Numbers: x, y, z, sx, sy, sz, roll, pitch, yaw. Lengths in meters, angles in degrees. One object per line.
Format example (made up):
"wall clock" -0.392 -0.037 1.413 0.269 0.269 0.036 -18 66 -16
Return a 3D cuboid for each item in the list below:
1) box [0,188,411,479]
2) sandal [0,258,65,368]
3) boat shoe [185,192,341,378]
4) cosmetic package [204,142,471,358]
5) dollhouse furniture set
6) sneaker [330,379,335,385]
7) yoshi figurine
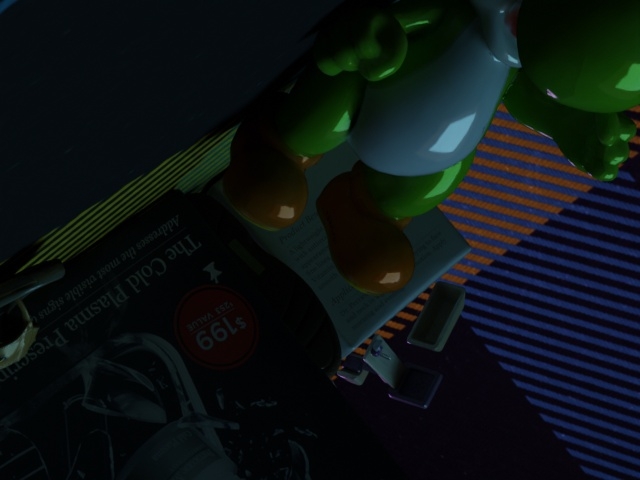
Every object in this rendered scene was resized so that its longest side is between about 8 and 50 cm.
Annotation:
"box" -0.158 0.194 1.495 0.343 0.312 0.179 -38 179 -28
"sandal" -0.219 0.066 1.296 0.180 0.049 0.072 -39 178 33
"boat shoe" -0.059 0.046 1.625 0.068 0.190 0.072 -36 175 -36
"cosmetic package" 0.000 0.000 1.726 0.151 0.183 0.151 -38 178 -23
"dollhouse furniture set" 0.066 0.072 1.746 0.114 0.091 0.081 -61 142 -17
"sneaker" -0.156 0.221 1.679 0.366 0.210 0.137 -7 155 -4
"yoshi figurine" 0.107 -0.103 1.322 0.362 0.203 0.203 -42 170 28
